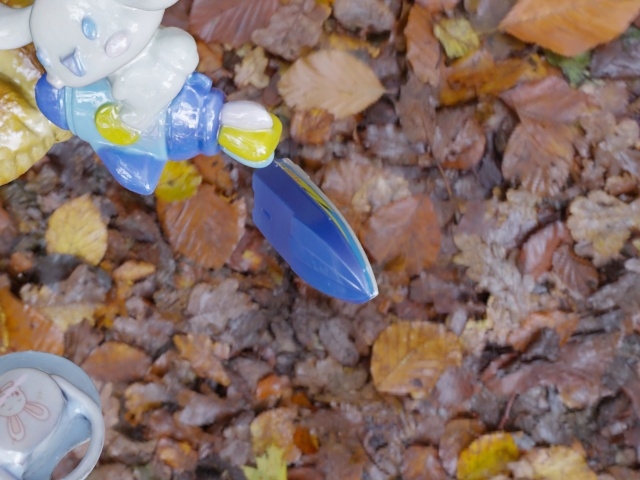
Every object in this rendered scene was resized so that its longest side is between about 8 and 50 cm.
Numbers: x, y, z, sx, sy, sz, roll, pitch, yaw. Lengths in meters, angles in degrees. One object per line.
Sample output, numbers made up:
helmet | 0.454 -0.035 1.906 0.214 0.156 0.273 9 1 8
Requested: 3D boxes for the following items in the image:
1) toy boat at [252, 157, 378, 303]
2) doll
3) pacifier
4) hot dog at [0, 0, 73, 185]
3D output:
toy boat | 0.000 0.000 1.248 0.088 0.295 0.129 -13 125 -24
doll | -0.238 -0.196 1.095 0.376 0.187 0.366 17 154 41
pacifier | -0.451 0.309 1.342 0.238 0.287 0.226 29 137 2
hot dog | -0.504 -0.259 1.268 0.365 0.196 0.367 41 69 0
